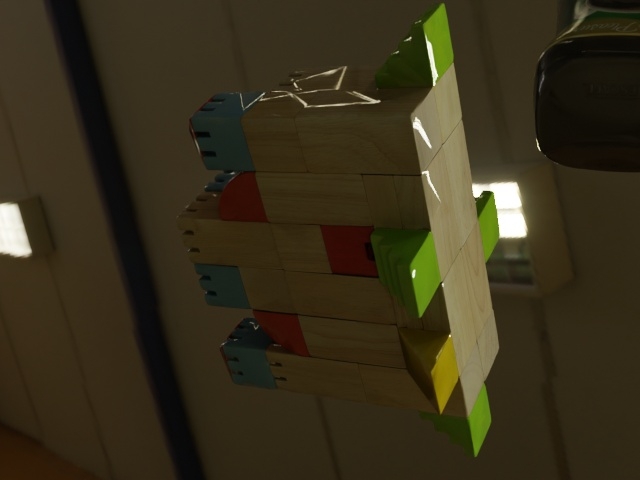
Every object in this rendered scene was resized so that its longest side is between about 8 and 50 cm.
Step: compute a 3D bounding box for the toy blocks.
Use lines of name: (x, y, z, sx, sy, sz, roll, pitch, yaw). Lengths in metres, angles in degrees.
toy blocks: (0.000, 0.000, 0.835, 0.261, 0.191, 0.381, 4, -55, 28)

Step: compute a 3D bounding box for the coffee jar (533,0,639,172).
coffee jar: (0.181, -0.118, 0.566, 0.096, 0.184, 0.079, 5, -46, 19)
